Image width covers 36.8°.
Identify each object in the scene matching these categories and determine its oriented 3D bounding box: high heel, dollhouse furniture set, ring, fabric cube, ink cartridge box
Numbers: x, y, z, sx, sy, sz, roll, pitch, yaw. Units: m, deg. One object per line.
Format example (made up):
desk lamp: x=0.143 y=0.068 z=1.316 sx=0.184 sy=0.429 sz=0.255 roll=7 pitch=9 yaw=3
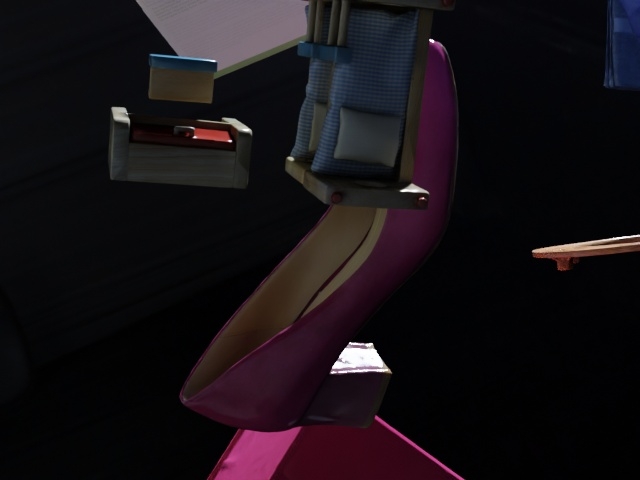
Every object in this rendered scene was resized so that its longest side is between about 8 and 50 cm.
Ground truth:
high heel: x=0.000 y=0.000 z=0.841 sx=0.127 sy=0.181 sz=0.377 roll=-142 pitch=-118 yaw=-65
dollhouse furniture set: x=-0.031 y=-0.095 z=0.586 sx=0.129 sy=0.183 sz=0.129 roll=-136 pitch=-130 yaw=-71
ring: x=0.460 y=0.009 z=1.310 sx=0.336 sy=0.336 sz=0.032 roll=169 pitch=-85 yaw=-81
fabric cube: x=0.004 y=0.357 z=1.239 sx=0.258 sy=0.259 sz=0.254 roll=37 pitch=-20 yaw=-11
ink cartridge box: x=-0.111 y=-0.277 z=0.970 sx=0.235 sy=0.171 sz=0.056 roll=51 pitch=29 yaw=-44

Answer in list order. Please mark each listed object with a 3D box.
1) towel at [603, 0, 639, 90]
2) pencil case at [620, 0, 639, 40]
towel: x=0.331 y=-0.214 z=1.003 sx=0.029 sy=0.067 sz=0.119 roll=141 pitch=-49 yaw=-81
pencil case: x=0.176 y=-0.267 z=0.597 sx=0.306 sy=0.119 sz=0.133 roll=51 pitch=39 yaw=-13
